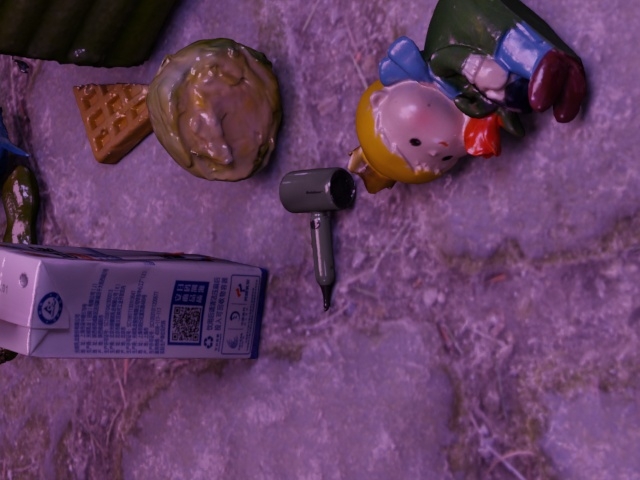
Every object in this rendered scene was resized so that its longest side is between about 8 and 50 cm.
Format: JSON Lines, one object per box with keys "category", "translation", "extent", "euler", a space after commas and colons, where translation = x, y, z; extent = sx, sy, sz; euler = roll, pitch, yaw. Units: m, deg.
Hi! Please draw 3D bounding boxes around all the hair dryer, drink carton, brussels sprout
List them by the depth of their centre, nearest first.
{"category": "hair dryer", "translation": [0.000, 0.000, 1.662], "extent": [0.071, 0.047, 0.150], "euler": [-2, 93, 42]}
{"category": "drink carton", "translation": [-0.212, 0.062, 1.670], "extent": [0.131, 0.315, 0.106], "euler": [9, 93, 44]}
{"category": "brussels sprout", "translation": [-0.121, -0.138, 1.717], "extent": [0.122, 0.149, 0.151], "euler": [1, 72, 60]}

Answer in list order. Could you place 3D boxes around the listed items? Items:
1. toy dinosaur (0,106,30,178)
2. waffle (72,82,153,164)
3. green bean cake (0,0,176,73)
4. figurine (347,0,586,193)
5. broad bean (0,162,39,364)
{"category": "toy dinosaur", "translation": [-0.455, -0.105, 2.062], "extent": [0.329, 0.076, 0.144], "euler": [-35, 67, 49]}
{"category": "waffle", "translation": [-0.215, -0.183, 1.886], "extent": [0.191, 0.032, 0.125], "euler": [-36, 62, 34]}
{"category": "green bean cake", "translation": [-0.342, -0.337, 1.819], "extent": [0.218, 0.319, 0.335], "euler": [-56, 50, 30]}
{"category": "figurine", "translation": [0.128, -0.117, 1.501], "extent": [0.185, 0.127, 0.234], "euler": [46, 108, 26]}
{"category": "broad bean", "translation": [-0.385, 0.030, 2.015], "extent": [0.052, 0.053, 0.256], "euler": [4, 83, 15]}
